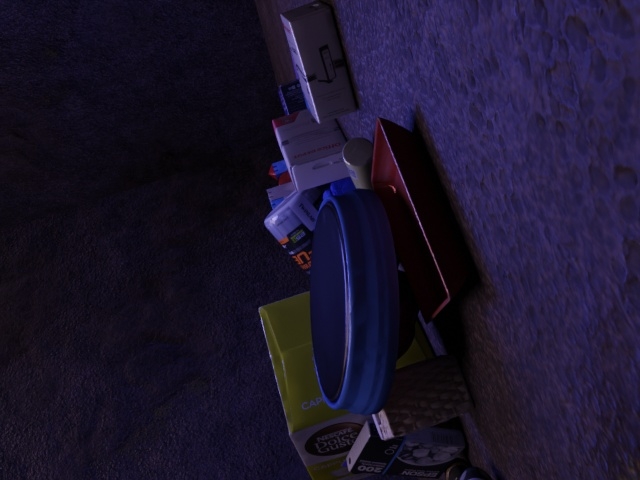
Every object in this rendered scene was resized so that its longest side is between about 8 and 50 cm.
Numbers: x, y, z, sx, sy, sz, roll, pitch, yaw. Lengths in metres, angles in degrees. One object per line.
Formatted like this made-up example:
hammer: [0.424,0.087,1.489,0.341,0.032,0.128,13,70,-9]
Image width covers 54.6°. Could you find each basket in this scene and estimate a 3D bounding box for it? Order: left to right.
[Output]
basket: [0.172,0.275,1.091,0.103,0.167,0.113,97,154,-75]

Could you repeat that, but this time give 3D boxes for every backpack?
backpack: [0.064,-0.087,1.595,0.120,0.101,0.098,68,-173,-45]

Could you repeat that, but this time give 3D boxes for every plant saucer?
plant saucer: [0.141,-0.021,0.898,0.258,0.048,0.259,80,170,-75]

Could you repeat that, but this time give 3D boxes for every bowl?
bowl: [0.044,0.104,1.082,0.391,0.077,0.390,180,90,-80]

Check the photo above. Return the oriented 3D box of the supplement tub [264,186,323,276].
supplement tub: [0.000,0.000,1.844,0.316,0.194,0.193,48,-178,-9]

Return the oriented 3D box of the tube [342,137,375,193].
tube: [0.090,-0.128,1.249,0.070,0.062,0.240,-64,-17,-13]

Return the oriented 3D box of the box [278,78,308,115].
box: [-0.040,-0.357,1.791,0.153,0.108,0.207,-126,17,-81]

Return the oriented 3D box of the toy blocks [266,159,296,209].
toy blocks: [-0.071,-0.157,2.239,0.190,0.261,0.381,77,175,-68]

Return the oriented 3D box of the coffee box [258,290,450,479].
coffee box: [0.082,0.323,1.451,0.334,0.338,0.338,75,177,-48]

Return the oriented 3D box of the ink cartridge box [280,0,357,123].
ink cartridge box: [-0.005,-0.354,1.223,0.148,0.086,0.203,-112,4,-63]

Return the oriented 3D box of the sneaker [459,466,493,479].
sneaker: [0.299,0.515,1.059,0.108,0.100,0.271,-43,-61,-77]

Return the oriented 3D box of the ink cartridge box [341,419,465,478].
ink cartridge box: [0.168,0.457,1.307,0.045,0.207,0.208,-91,15,-45]

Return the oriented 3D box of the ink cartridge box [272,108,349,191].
ink cartridge box: [-0.020,-0.240,1.591,0.217,0.159,0.092,-110,4,-46]

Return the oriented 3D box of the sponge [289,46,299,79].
sponge: [-0.058,-0.518,1.886,0.210,0.031,0.117,74,177,-60]

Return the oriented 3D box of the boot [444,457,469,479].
boot: [0.306,0.574,1.283,0.137,0.077,0.197,-95,-14,-78]

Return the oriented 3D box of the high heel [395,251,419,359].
high heel: [0.092,0.105,1.249,0.181,0.127,0.377,-65,15,11]

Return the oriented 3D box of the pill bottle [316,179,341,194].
pill bottle: [0.009,-0.171,1.957,0.219,0.123,0.122,73,177,-46]
